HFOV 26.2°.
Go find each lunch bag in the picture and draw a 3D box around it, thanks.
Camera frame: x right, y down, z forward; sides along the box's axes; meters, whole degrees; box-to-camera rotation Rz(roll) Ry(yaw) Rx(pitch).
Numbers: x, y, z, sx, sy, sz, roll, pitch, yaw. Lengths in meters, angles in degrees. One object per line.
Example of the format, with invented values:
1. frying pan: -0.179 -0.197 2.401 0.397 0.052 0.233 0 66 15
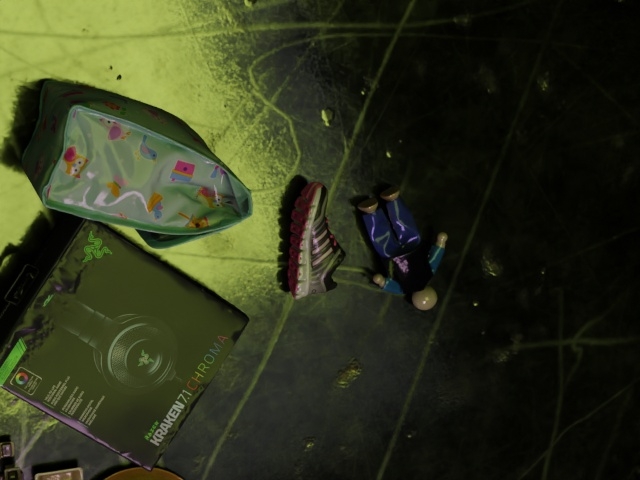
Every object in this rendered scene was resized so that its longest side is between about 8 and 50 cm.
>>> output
1. lunch bag: -0.229 -0.093 1.743 0.262 0.223 0.160 16 100 -24

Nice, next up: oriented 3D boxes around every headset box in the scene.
1. headset box: -0.285 0.121 1.811 0.283 0.131 0.246 35 86 -22

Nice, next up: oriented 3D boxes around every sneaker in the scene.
1. sneaker: 0.000 0.000 1.934 0.075 0.063 0.170 1 104 -20

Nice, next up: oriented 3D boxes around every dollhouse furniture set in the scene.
1. dollhouse furniture set: -0.372 0.315 1.840 0.114 0.081 0.091 -6 102 -20

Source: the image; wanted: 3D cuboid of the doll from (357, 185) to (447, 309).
1. doll: 0.126 0.018 1.991 0.129 0.046 0.189 -28 108 -13

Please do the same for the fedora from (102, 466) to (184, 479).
1. fedora: -0.244 0.411 1.907 0.194 0.079 0.194 -4 102 -20
